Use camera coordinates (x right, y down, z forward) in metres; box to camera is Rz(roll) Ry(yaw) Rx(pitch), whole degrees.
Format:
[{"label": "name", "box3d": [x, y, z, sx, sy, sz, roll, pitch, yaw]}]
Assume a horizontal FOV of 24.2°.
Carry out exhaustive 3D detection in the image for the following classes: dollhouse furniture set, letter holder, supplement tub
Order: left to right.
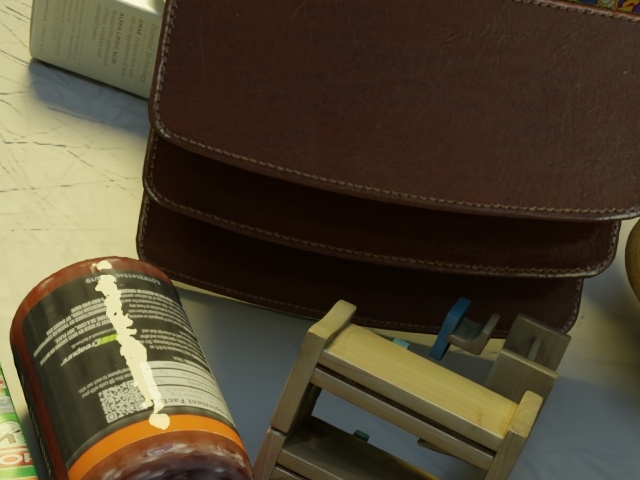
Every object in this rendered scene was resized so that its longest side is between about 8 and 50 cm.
[{"label": "supplement tub", "box3d": [-0.100, 0.108, 0.816, 0.106, 0.106, 0.198, -5, 43, -23]}, {"label": "letter holder", "box3d": [0.043, -0.049, 0.926, 0.302, 0.214, 0.152, 10, 0, -5]}, {"label": "dollhouse furniture set", "box3d": [0.053, 0.110, 0.882, 0.129, 0.129, 0.183, 26, 19, 9]}]

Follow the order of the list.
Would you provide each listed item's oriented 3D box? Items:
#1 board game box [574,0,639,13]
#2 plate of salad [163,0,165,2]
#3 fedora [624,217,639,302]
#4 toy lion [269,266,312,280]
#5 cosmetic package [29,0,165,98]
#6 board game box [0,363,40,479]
[{"label": "board game box", "box3d": [0.108, -0.233, 1.152, 0.078, 0.233, 0.347, -12, 50, -29]}, {"label": "plate of salad", "box3d": [-0.022, -0.192, 1.082, 0.200, 0.048, 0.200, 10, 43, -10]}, {"label": "fedora", "box3d": [0.285, 0.055, 1.025, 0.194, 0.079, 0.194, 14, 40, -12]}, {"label": "toy lion", "box3d": [0.000, 0.000, 1.026, 0.100, 0.034, 0.096, 30, 51, 12]}, {"label": "cosmetic package", "box3d": [-0.090, -0.160, 1.121, 0.231, 0.085, 0.117, 18, 43, 2]}, {"label": "board game box", "box3d": [-0.288, 0.172, 0.738, 0.317, 0.046, 0.213, -8, 48, -25]}]
